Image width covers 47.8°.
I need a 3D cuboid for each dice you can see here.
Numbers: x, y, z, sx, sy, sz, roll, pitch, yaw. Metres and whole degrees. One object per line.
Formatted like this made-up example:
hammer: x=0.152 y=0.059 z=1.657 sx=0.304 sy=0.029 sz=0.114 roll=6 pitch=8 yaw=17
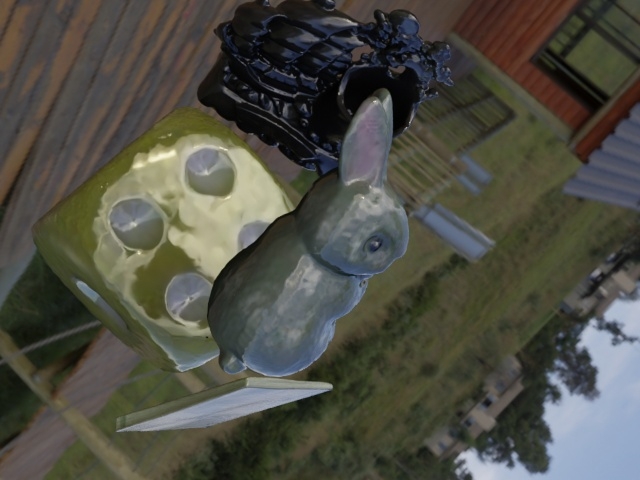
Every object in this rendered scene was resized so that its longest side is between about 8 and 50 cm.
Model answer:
dice: x=-0.175 y=0.000 z=0.860 sx=0.233 sy=0.238 sz=0.227 roll=-47 pitch=-163 yaw=-22

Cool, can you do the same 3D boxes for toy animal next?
toy animal: x=0.005 y=0.009 z=0.553 sx=0.236 sy=0.108 sz=0.138 roll=-48 pitch=-176 yaw=34

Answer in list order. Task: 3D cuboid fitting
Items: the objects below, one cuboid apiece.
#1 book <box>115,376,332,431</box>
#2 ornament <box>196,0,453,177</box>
book: x=-0.151 y=0.260 z=1.141 sx=0.283 sy=0.025 sz=0.215 roll=-24 pitch=156 yaw=32
ornament: x=0.001 y=-0.191 z=0.811 sx=0.106 sy=0.251 sz=0.260 roll=-66 pitch=-168 yaw=-23
